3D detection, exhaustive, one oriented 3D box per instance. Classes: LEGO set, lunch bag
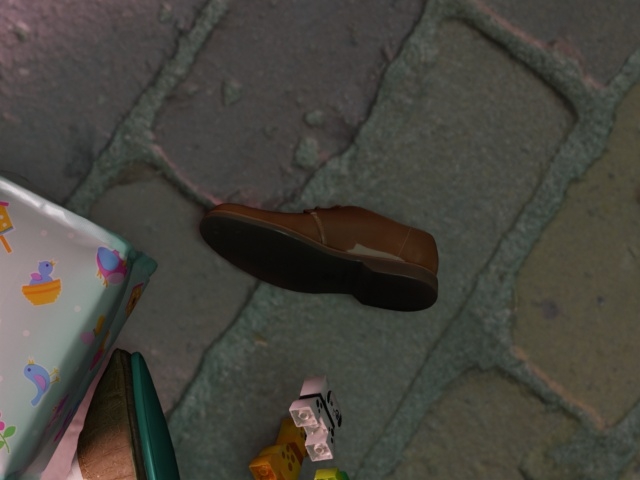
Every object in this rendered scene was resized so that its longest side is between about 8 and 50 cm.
[{"bbox_3d":[0.001,0.201,1.550,0.087,0.093,0.227,-10,123,19],"label":"LEGO set"},{"bbox_3d":[-0.297,0.043,1.445,0.262,0.160,0.223,29,86,5],"label":"lunch bag"}]

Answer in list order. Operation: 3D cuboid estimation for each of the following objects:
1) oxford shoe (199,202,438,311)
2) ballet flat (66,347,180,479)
[{"bbox_3d":[0.000,0.000,1.572,0.212,0.076,0.076,15,56,-11],"label":"oxford shoe"},{"bbox_3d":[-0.153,0.265,1.513,0.124,0.116,0.342,-18,98,6],"label":"ballet flat"}]
